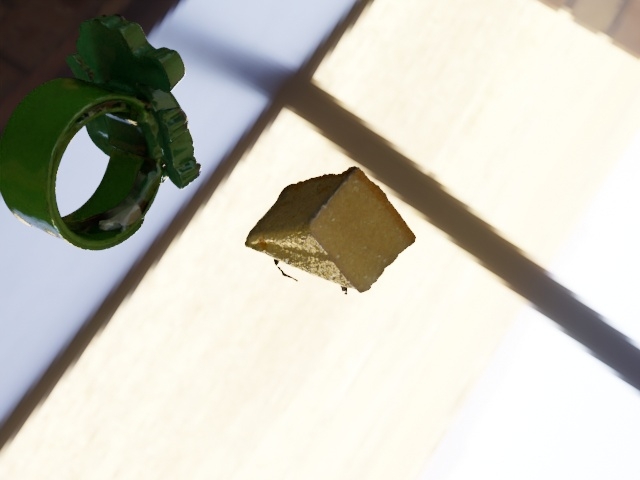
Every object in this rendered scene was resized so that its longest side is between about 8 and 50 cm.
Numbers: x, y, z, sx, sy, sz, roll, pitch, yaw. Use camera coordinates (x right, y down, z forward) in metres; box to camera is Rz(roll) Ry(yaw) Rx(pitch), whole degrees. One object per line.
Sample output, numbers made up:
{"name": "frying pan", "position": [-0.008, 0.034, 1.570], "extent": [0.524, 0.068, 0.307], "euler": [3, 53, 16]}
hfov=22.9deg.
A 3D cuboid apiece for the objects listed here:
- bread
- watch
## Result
{"name": "bread", "position": [0.000, 0.000, 1.254], "extent": [0.109, 0.080, 0.084], "euler": [-12, -150, 51]}
{"name": "watch", "position": [-0.193, -0.084, 1.290], "extent": [0.152, 0.131, 0.165], "euler": [-38, 135, -31]}
